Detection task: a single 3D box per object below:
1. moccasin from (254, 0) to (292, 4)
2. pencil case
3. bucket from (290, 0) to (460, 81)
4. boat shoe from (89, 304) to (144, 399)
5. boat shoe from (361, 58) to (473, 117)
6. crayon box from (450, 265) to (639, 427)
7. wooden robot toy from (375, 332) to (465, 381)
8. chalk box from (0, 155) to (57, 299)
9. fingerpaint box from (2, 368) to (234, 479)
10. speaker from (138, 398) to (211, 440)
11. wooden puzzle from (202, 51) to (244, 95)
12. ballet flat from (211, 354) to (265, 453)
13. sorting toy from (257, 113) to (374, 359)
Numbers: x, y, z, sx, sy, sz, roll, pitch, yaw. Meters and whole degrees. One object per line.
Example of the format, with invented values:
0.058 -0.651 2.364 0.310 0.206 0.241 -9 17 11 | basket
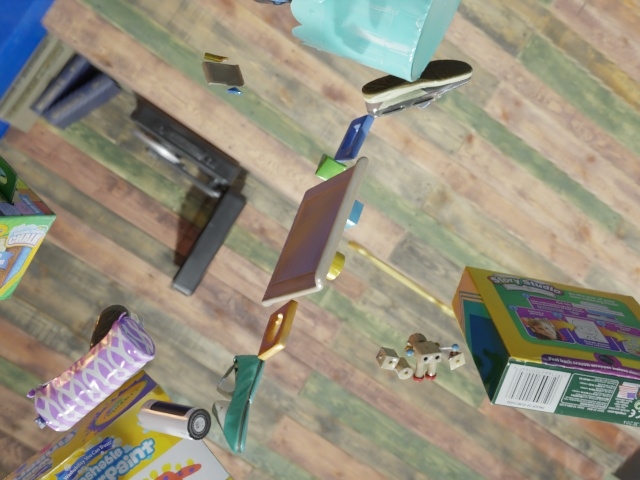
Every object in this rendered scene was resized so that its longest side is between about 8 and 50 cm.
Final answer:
0.012 -0.495 1.437 0.117 0.341 0.138 46 149 44 | moccasin
-0.358 0.209 1.181 0.088 0.206 0.086 51 -178 -3 | pencil case
0.100 -0.375 1.070 0.183 0.281 0.281 26 176 10 | bucket
-0.459 0.304 1.627 0.118 0.321 0.103 2 161 23 | boat shoe
0.192 -0.298 1.482 0.080 0.223 0.073 -112 8 -48 | boat shoe
0.451 0.189 1.360 0.362 0.106 0.313 11 -156 -9 | crayon box
0.173 0.204 1.356 0.173 0.076 0.079 -2 -149 -21 | wooden robot toy
-0.658 -0.040 1.450 0.180 0.289 0.179 43 -161 18 | chalk box
-0.399 0.538 1.440 0.371 0.444 0.163 56 162 -16 | fingerpaint box
-0.253 0.309 1.294 0.136 0.055 0.055 -1 154 41 | speaker
-0.187 -0.317 1.433 0.078 0.014 0.116 3 -133 -18 | wooden puzzle
-0.178 0.334 1.554 0.087 0.083 0.247 9 -141 2 | ballet flat
0.000 0.000 0.976 0.047 0.348 0.196 28 158 -17 | sorting toy
